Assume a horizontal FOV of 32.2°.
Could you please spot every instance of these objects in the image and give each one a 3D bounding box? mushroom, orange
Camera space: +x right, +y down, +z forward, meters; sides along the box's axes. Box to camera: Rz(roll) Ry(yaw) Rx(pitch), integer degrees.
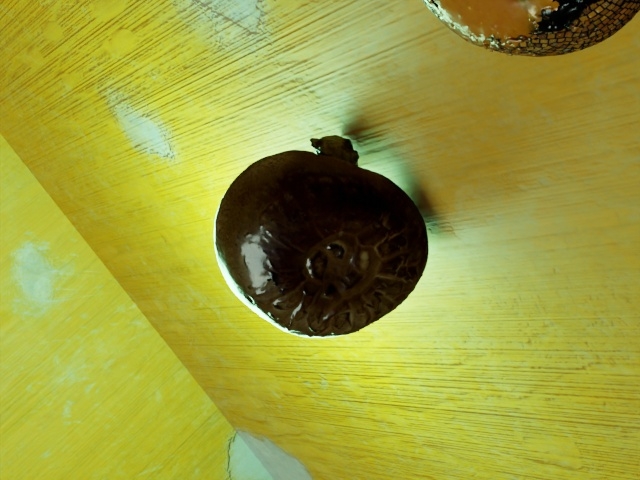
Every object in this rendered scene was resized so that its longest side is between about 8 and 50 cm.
[{"bbox_3d":[0.005,-0.003,1.493,0.297,0.278,0.163,12,-174,-19],"label":"mushroom"},{"bbox_3d":[0.179,-0.268,0.947,0.234,0.182,0.234,37,142,35],"label":"orange"}]
